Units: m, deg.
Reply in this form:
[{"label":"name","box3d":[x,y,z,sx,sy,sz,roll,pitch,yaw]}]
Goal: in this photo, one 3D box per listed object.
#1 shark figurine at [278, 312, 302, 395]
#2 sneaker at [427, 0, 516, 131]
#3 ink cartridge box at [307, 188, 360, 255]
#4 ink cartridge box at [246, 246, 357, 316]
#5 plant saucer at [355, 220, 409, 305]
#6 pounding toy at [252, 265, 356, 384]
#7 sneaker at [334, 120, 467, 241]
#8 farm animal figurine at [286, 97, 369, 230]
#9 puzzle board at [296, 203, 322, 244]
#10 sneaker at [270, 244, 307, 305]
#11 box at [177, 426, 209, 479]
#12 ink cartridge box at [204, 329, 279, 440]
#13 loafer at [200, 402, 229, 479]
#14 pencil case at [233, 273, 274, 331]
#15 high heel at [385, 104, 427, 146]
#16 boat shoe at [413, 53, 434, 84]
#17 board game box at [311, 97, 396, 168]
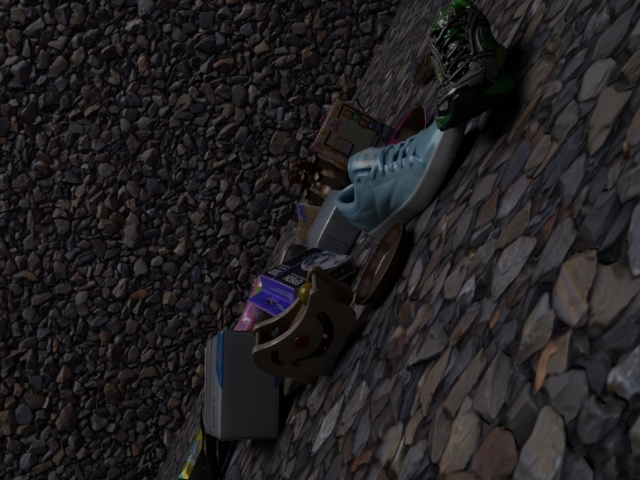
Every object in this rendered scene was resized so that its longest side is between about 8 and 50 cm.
[{"label":"shark figurine","box3d":[-0.041,0.179,1.602,0.166,0.116,0.278,-56,11,30]},{"label":"sneaker","box3d":[0.221,-0.290,1.206,0.134,0.146,0.344,-27,24,23]},{"label":"ink cartridge box","box3d":[-0.012,0.051,1.939,0.385,0.091,0.308,-61,7,1]},{"label":"ink cartridge box","box3d":[-0.052,0.087,1.652,0.208,0.045,0.206,-30,17,-19]},{"label":"plant saucer","box3d":[0.114,0.046,1.330,0.169,0.029,0.168,-61,6,12]},{"label":"pounding toy","box3d":[-0.042,0.154,1.392,0.155,0.154,0.270,-95,23,-55]},{"label":"sneaker","box3d":[0.127,-0.121,1.368,0.366,0.150,0.135,-53,13,52]},{"label":"farm animal figurine","box3d":[0.050,-0.209,2.226,0.330,0.172,0.327,-47,29,44]},{"label":"puzzle board","box3d":[-0.022,-0.042,2.142,0.011,0.096,0.128,-31,-58,-43]},{"label":"sneaker","box3d":[-0.077,0.115,2.192,0.118,0.083,0.222,-5,69,52]},{"label":"box","box3d":[-0.316,0.591,2.025,0.043,0.105,0.179,-2,43,27]},{"label":"ink cartridge box","box3d":[-0.181,0.324,1.670,0.307,0.128,0.223,142,128,-72]},{"label":"loafer","box3d":[-0.273,0.526,1.965,0.080,0.078,0.220,106,159,-49]},{"label":"pencil case","box3d":[-0.201,0.240,2.418,0.124,0.124,0.284,-51,14,55]},{"label":"high heel","box3d":[0.194,-0.227,1.571,0.244,0.082,0.117,-41,-28,-74]},{"label":"boat shoe","box3d":[0.277,-0.441,1.945,0.153,0.048,0.056,121,163,-78]},{"label":"board game box","box3d":[0.093,-0.258,1.922,0.147,0.193,0.045,-64,8,-18]}]
